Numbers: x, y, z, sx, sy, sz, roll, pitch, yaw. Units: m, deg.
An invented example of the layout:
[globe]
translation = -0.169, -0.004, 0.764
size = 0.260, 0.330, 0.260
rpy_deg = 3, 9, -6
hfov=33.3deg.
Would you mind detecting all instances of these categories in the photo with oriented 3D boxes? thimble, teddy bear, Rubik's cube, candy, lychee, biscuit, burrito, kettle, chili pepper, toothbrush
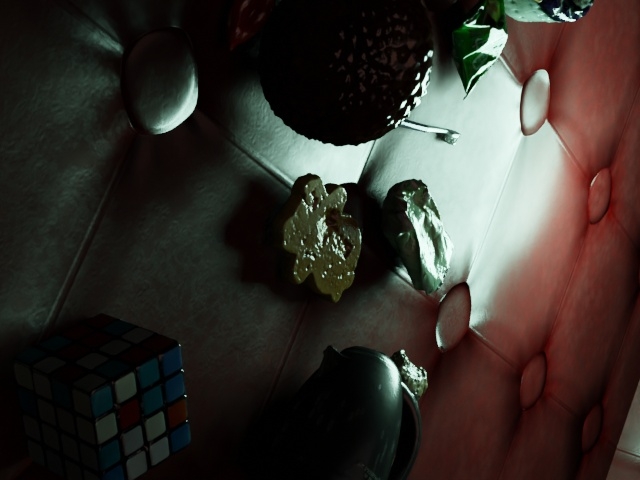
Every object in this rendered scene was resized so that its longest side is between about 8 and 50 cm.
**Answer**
[thimble]
translation = 0.444, -0.542, 2.074
size = 0.237, 0.150, 0.237
rpy_deg = -18, 113, -48
[teddy bear]
translation = 0.123, 0.326, 1.952
size = 0.251, 0.129, 0.182
rpy_deg = -59, 143, -21
[Rubik's cube]
translation = -0.273, 0.204, 1.349
size = 0.151, 0.155, 0.154
rpy_deg = -29, 123, -45
[candy]
translation = 0.294, -0.378, 1.990
size = 0.141, 0.078, 0.203
rpy_deg = -39, 143, -26
[lychee]
translation = 0.039, -0.264, 1.546
size = 0.260, 0.260, 0.261
rpy_deg = -23, 119, -48
[biscuit]
translation = -0.002, -0.001, 1.749
size = 0.249, 0.035, 0.184
rpy_deg = 47, 65, -51
[burrito]
translation = 0.171, -0.014, 1.940
size = 0.229, 0.089, 0.144
rpy_deg = 59, 41, -45
[kettle]
translation = 0.057, 0.328, 1.792
size = 0.268, 0.207, 0.290
rpy_deg = 46, 55, -26
[chili pepper]
translation = -0.086, -0.347, 1.501
size = 0.059, 0.050, 0.191
rpy_deg = 40, 68, -43
[toothbrush]
translation = 0.176, -0.205, 1.934
size = 0.288, 0.024, 0.026
rpy_deg = 6, 111, -55

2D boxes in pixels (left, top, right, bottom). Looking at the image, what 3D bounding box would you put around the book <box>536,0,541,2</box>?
[book]
translation = 0.326, -0.555, 1.906
size = 0.241, 0.018, 0.170
rpy_deg = 25, 79, -20
